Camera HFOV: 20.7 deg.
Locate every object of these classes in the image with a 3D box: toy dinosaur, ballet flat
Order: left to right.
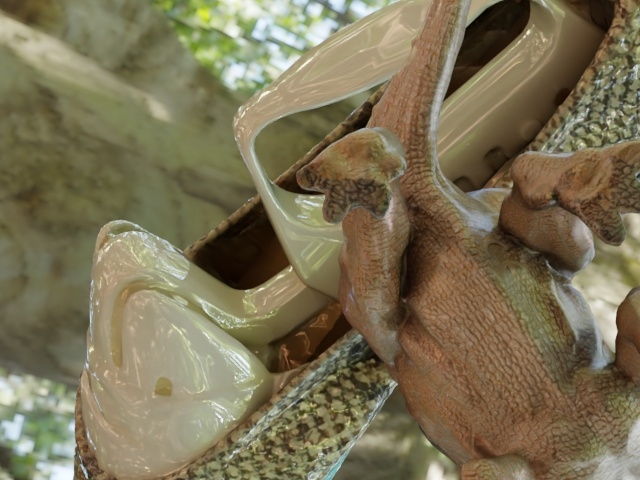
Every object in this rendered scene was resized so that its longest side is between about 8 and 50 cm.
[{"bbox_3d":[0.000,0.000,0.874,0.483,0.182,0.164,-43,-135,10],"label":"ballet flat"},{"bbox_3d":[0.063,0.045,0.660,0.127,0.200,0.295,-21,-96,-5],"label":"toy dinosaur"}]
